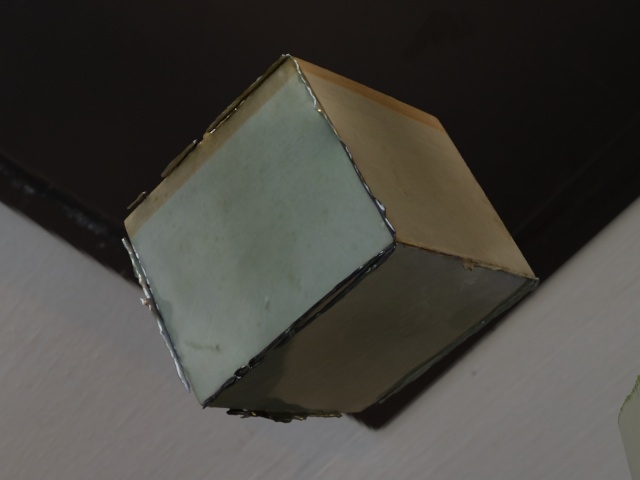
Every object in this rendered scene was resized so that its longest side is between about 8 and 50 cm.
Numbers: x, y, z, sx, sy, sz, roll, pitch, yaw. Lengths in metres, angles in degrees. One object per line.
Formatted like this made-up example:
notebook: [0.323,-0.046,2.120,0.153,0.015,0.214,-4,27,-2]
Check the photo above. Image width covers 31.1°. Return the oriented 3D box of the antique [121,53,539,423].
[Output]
antique: [0.000,0.000,0.617,0.152,0.147,0.148,14,43,-52]

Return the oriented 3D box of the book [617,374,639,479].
book: [0.145,0.168,0.378,0.352,0.035,0.239,41,36,-73]
